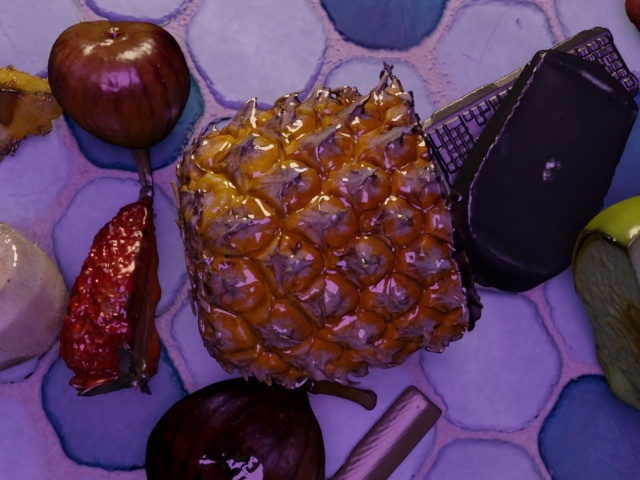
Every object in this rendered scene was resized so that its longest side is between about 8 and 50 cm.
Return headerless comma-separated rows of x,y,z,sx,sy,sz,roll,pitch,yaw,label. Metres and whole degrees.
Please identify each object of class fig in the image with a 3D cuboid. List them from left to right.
-0.213,-0.170,1.845,0.149,0.148,0.202,-29,133,20,fig
-0.069,0.218,1.807,0.203,0.186,0.249,31,77,17,fig

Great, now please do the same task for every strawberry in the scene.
-0.236,0.059,1.807,0.098,0.174,0.228,2,87,6,strawberry

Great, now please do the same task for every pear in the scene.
0.444,0.046,1.838,0.281,0.176,0.286,-25,111,-11,pear

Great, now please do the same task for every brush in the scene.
0.034,0.289,1.872,0.054,0.048,0.282,42,83,-3,brush

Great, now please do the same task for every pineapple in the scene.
-0.357,-0.141,1.863,0.114,0.077,0.114,15,99,1,pineapple
-0.001,-0.003,1.755,0.300,0.352,0.352,-12,87,-1,pineapple

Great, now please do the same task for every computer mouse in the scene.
0.248,-0.078,1.881,0.168,0.087,0.295,30,84,-21,computer mouse

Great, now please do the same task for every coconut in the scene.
-0.366,0.066,1.809,0.161,0.162,0.161,-3,57,5,coconut

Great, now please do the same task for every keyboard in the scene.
0.251,-0.156,1.928,0.262,0.016,0.106,-29,89,-5,keyboard

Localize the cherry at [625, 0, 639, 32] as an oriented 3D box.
0.381,-0.313,1.909,0.225,0.090,0.107,39,98,-4,cherry
